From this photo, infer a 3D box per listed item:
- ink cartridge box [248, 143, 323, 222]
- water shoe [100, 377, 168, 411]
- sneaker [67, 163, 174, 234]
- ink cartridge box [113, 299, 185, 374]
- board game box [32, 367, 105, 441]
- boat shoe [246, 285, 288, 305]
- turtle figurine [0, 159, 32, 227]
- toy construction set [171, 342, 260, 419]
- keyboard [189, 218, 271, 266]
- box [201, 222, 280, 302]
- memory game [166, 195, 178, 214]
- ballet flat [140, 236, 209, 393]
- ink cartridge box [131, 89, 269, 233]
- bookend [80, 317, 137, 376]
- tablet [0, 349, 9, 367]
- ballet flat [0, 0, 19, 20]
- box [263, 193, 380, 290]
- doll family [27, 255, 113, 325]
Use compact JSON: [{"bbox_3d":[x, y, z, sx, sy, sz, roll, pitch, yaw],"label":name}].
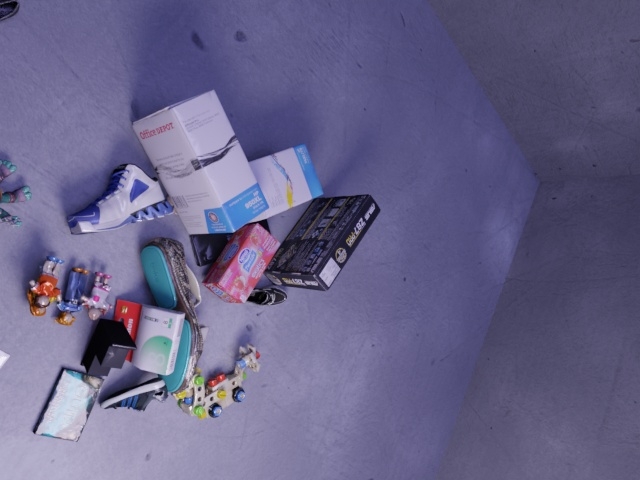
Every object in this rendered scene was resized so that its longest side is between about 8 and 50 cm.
[{"bbox_3d":[-0.174,-0.196,1.833,0.270,0.198,0.197,-27,101,-38],"label":"ink cartridge box"},{"bbox_3d":[-0.554,0.478,1.545,0.203,0.073,0.080,-21,93,3],"label":"water shoe"},{"bbox_3d":[-0.600,-0.130,1.537,0.315,0.127,0.182,-22,102,-46],"label":"sneaker"},{"bbox_3d":[-0.526,0.281,1.532,0.056,0.225,0.181,23,77,-81],"label":"ink cartridge box"},{"bbox_3d":[-0.719,0.473,1.494,0.126,0.026,0.186,30,71,-37],"label":"board game box"},{"bbox_3d":[-0.204,0.209,1.900,0.219,0.070,0.077,8,102,-38],"label":"boat shoe"},{"bbox_3d":[-0.804,-0.120,1.283,0.118,0.234,0.175,-7,110,-8],"label":"turtle figurine"},{"bbox_3d":[-0.351,0.473,1.747,0.328,0.151,0.215,-20,103,-28],"label":"toy construction set"},{"bbox_3d":[-0.302,0.027,1.849,0.317,0.033,0.201,-20,98,-38],"label":"keyboard"},{"bbox_3d":[-0.269,0.077,1.769,0.122,0.128,0.256,45,61,-28],"label":"box"},{"bbox_3d":[-0.433,-0.161,1.742,0.186,0.012,0.186,-1,92,-41],"label":"memory game"},{"bbox_3d":[-0.439,0.225,1.641,0.182,0.164,0.482,-8,87,-64],"label":"ballet flat"},{"bbox_3d":[-0.370,-0.229,1.599,0.166,0.285,0.394,-38,114,-35],"label":"ink cartridge box"},{"bbox_3d":[-0.604,0.329,1.478,0.072,0.157,0.156,20,97,-39],"label":"bookend"},{"bbox_3d":[-0.872,0.327,1.372,0.054,0.006,0.083,45,62,-32],"label":"tablet"},{"bbox_3d":[-0.859,-0.582,1.339,0.173,0.049,0.057,-50,120,-29],"label":"ballet flat"},{"bbox_3d":[0.000,0.000,1.921,0.097,0.318,0.395,51,59,-31],"label":"box"},{"bbox_3d":[-0.717,0.151,1.454,0.263,0.118,0.163,34,62,-56],"label":"doll family"}]
